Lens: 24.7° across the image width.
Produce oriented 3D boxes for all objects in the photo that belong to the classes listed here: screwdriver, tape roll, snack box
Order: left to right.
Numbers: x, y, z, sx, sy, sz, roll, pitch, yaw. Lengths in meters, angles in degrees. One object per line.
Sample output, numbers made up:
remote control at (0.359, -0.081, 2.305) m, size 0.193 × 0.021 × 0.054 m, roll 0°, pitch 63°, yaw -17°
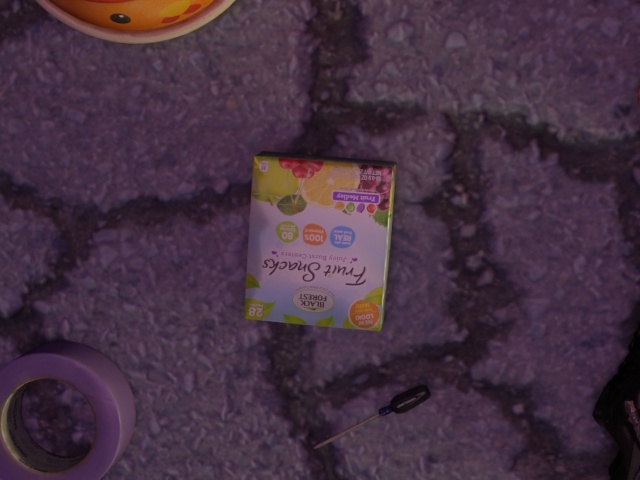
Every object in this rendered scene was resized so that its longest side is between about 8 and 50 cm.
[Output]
tape roll at (-0.338, 0.229, 1.877) m, size 0.189 × 0.080 × 0.189 m, roll 1°, pitch 98°, yaw 8°
snack box at (0.000, 0.000, 1.806) m, size 0.175 × 0.070 × 0.207 m, roll 4°, pitch 100°, yaw 7°
screwdriver at (0.062, 0.224, 1.853) m, size 0.170 × 0.024 × 0.025 m, roll -25°, pitch 123°, yaw 12°

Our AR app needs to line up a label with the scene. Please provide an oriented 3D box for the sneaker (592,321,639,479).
sneaker at (0.388, 0.180, 1.764) m, size 0.124 × 0.107 × 0.283 m, roll -4°, pitch 97°, yaw 14°

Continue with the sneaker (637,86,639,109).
sneaker at (0.517, -0.140, 1.716) m, size 0.314 × 0.116 × 0.136 m, roll 27°, pitch 129°, yaw -3°

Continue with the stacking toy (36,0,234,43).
stacking toy at (-0.254, -0.389, 1.579) m, size 0.351 × 0.480 × 0.350 m, roll 1°, pitch 98°, yaw 8°
